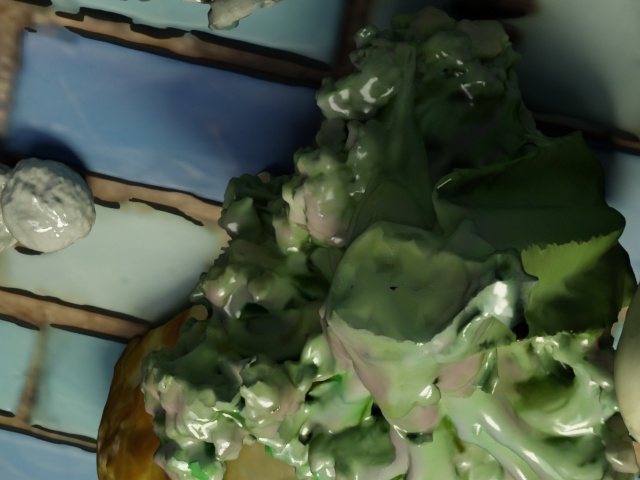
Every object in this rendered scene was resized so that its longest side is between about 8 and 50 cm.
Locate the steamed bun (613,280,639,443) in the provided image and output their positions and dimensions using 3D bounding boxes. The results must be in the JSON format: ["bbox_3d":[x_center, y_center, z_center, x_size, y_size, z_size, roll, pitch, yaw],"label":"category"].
[{"bbox_3d":[0.323,0.037,0.748,0.394,0.237,0.346,21,151,-7],"label":"steamed bun"}]

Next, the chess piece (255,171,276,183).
[{"bbox_3d":[0.000,0.000,0.927,0.092,0.035,0.035,30,132,-20],"label":"chess piece"}]

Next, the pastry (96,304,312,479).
[{"bbox_3d":[-0.020,0.160,0.987,0.236,0.170,0.256,2,131,11],"label":"pastry"}]

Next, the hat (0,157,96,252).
[{"bbox_3d":[-0.202,-0.014,0.940,0.162,0.094,0.112,-13,141,0],"label":"hat"}]

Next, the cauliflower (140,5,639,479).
[{"bbox_3d":[0.046,0.024,0.771,0.238,0.256,0.315,16,179,5],"label":"cauliflower"}]

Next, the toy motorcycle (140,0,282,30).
[{"bbox_3d":[-0.076,-0.181,0.711,0.239,0.108,0.204,-22,136,33],"label":"toy motorcycle"}]
